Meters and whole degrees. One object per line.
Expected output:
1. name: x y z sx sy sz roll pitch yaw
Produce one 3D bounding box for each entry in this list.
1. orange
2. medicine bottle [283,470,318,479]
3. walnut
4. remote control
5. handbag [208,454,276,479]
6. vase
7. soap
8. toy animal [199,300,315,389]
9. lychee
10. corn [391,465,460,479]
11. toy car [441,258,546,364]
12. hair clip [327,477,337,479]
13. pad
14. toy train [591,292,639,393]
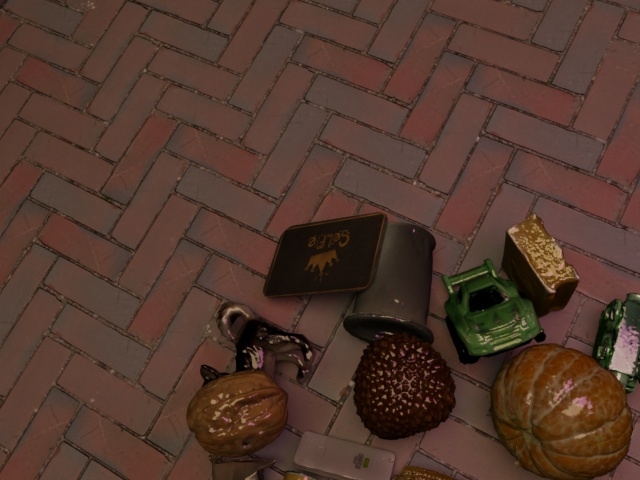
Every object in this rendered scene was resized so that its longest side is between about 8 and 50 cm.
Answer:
1. orange: 0.547 0.403 1.586 0.249 0.329 0.329 -26 65 -31
2. medicine bottle: -0.102 0.773 1.631 0.108 0.108 0.425 10 62 14
3. walnut: -0.190 0.409 1.621 0.245 0.198 0.198 -19 68 -12
4. remote control: 0.061 0.563 1.755 0.250 0.034 0.103 9 45 13
5. handbag: -0.192 0.677 1.738 0.183 0.117 0.270 -9 75 14
6. vase: 0.202 0.117 1.815 0.245 0.245 0.291 7 64 13
7. soap: 0.537 0.073 1.706 0.091 0.315 0.199 -28 70 1
8. toy animal: -0.211 0.353 1.820 0.303 0.194 0.344 33 78 13
9. lychee: 0.198 0.354 1.694 0.268 0.267 0.267 -3 71 9
10. corn: 0.329 0.629 1.673 0.320 0.097 0.097 15 75 12
11. toy car: 0.416 0.173 1.719 0.214 0.358 0.176 -20 96 7
12. hair clip: 0.053 0.708 1.697 0.137 0.090 0.278 1 72 4
13. pad: 0.001 0.000 1.868 0.376 0.063 0.314 -8 52 36
14. toy train: 0.738 0.254 1.672 0.133 0.188 0.243 17 77 14
